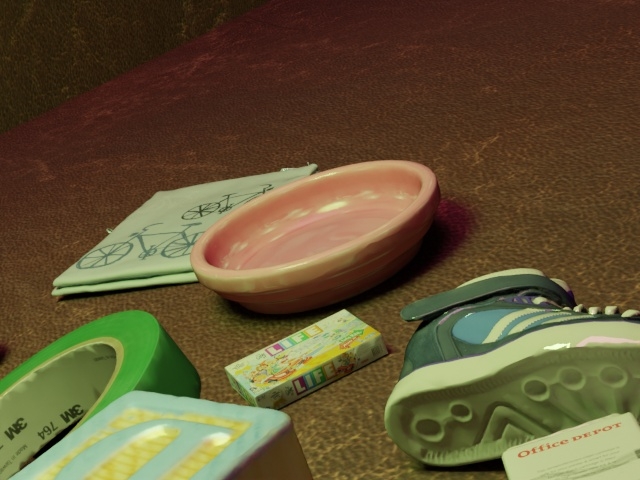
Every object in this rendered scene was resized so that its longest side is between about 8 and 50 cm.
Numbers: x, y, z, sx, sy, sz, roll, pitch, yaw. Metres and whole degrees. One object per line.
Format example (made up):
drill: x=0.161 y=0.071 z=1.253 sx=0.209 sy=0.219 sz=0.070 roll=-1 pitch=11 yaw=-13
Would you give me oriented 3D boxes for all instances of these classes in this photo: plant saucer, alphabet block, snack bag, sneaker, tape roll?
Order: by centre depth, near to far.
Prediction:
alphabet block: x=-0.110 y=0.245 z=0.913 sx=0.193 sy=0.197 sz=0.192 roll=2 pitch=28 yaw=45
sneaker: x=0.223 y=0.083 z=1.121 sx=0.323 sy=0.130 sz=0.236 roll=-14 pitch=24 yaw=32
tape roll: x=-0.266 y=0.202 z=1.232 sx=0.321 sy=0.077 sz=0.321 roll=-30 pitch=20 yaw=13
plant saucer: x=0.000 y=0.000 z=1.623 sx=0.332 sy=0.084 sz=0.332 roll=-18 pitch=19 yaw=6
snack bag: x=-0.199 y=-0.017 z=1.923 sx=0.323 sy=0.037 sz=0.342 roll=-8 pitch=23 yaw=27

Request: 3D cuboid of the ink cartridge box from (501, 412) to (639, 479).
ink cartridge box: x=0.204 y=0.200 z=0.931 sx=0.109 sy=0.063 sz=0.150 roll=-18 pitch=19 yaw=4

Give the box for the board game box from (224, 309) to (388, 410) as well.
board game box: x=-0.017 y=0.131 z=1.375 sx=0.154 sy=0.026 sz=0.103 roll=-25 pitch=20 yaw=-16

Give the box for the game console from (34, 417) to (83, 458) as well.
game console: x=-0.272 y=0.209 z=1.431 sx=0.107 sy=0.071 sz=0.122 roll=4 pitch=4 yaw=-37
